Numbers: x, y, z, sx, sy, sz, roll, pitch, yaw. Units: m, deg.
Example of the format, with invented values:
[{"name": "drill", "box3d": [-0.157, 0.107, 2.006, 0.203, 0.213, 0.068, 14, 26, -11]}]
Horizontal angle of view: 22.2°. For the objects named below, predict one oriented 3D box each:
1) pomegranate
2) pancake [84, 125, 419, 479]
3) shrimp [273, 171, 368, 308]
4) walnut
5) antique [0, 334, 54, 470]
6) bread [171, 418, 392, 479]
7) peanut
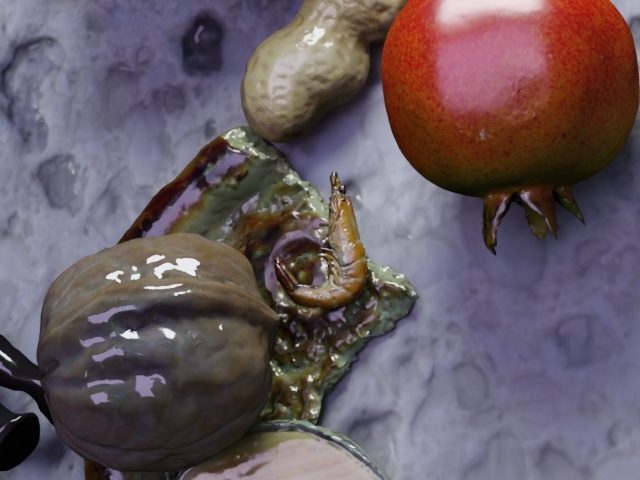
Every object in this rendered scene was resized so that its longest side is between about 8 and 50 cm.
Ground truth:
[{"name": "pomegranate", "box3d": [0.164, -0.117, 1.404, 0.220, 0.221, 0.257, -5, 85, 25]}, {"name": "pancake", "box3d": [-0.106, 0.110, 1.549, 0.304, 0.067, 0.427, 30, 88, 27]}, {"name": "shrimp", "box3d": [0.000, 0.000, 1.505, 0.091, 0.025, 0.127, -2, 81, 16]}, {"name": "walnut", "box3d": [-0.142, 0.100, 1.440, 0.224, 0.224, 0.224, -7, 73, 24]}, {"name": "antique", "box3d": [-0.423, 0.208, 1.604, 0.255, 0.185, 0.322, 37, 74, 28]}, {"name": "bread", "box3d": [-0.033, 0.294, 1.455, 0.267, 0.040, 0.267, -2, 82, 15]}, {"name": "peanut", "box3d": [0.012, -0.190, 1.564, 0.104, 0.085, 0.228, 43, 95, 19]}]
